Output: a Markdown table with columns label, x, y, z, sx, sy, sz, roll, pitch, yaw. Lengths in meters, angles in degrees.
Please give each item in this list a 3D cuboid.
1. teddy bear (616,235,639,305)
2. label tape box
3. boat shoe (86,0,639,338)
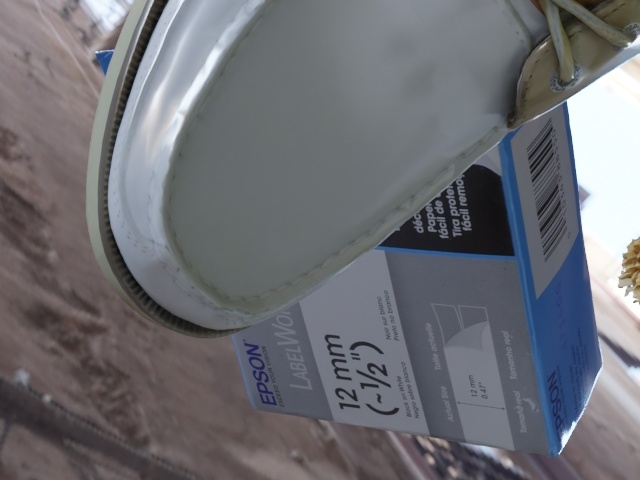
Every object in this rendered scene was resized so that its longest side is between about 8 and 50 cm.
| label | x | y | z | sx | sy | sz | roll | pitch | yaw |
| --- | --- | --- | --- | --- | --- | --- | --- | --- | --- |
| teddy bear | 0.312 | -0.033 | 0.786 | 0.338 | 0.245 | 0.113 | -21 | -80 | 17 |
| label tape box | 0.000 | 0.000 | 1.046 | 0.115 | 0.347 | 0.249 | -54 | -41 | -46 |
| boat shoe | 0.050 | -0.094 | 0.455 | 0.113 | 0.103 | 0.302 | 46 | -107 | -30 |
